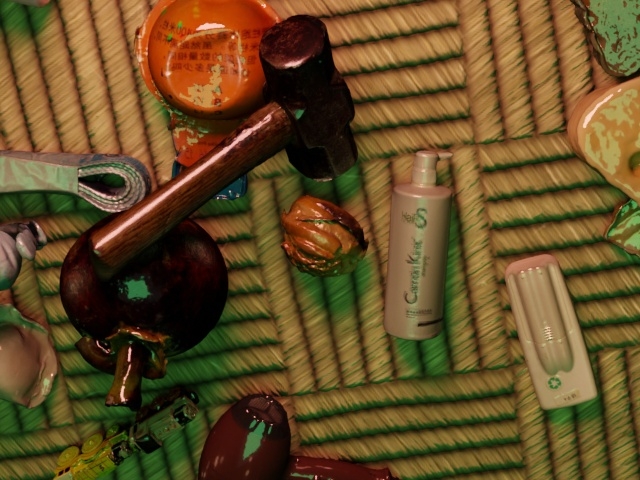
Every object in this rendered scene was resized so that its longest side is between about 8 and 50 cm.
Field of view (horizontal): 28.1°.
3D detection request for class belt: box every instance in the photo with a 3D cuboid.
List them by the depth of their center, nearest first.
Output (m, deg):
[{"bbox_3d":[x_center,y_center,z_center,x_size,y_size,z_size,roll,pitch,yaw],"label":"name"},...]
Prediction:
[{"bbox_3d":[-0.390,-0.086,1.802,0.302,0.072,0.087,5,105,3],"label":"belt"}]

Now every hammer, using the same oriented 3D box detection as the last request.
[{"bbox_3d":[-0.136,-0.096,1.644,0.409,0.095,0.242,-36,145,-12],"label":"hammer"}]

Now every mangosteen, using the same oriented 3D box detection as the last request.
[{"bbox_3d":[-0.239,0.097,1.741,0.231,0.289,0.231,-5,148,-3],"label":"mangosteen"}]

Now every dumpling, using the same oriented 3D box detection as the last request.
[{"bbox_3d":[-0.460,0.165,1.874,0.188,0.108,0.127,46,68,-25],"label":"dumpling"}]

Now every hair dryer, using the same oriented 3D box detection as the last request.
[{"bbox_3d":[-0.024,0.390,1.921,0.340,0.123,0.313,13,119,-11],"label":"hair dryer"}]

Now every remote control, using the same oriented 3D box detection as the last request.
[{"bbox_3d":[0.328,0.135,1.825,0.090,0.049,0.230,-16,106,12],"label":"remote control"}]

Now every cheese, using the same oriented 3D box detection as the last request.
[{"bbox_3d":[0.557,-0.096,1.679,0.384,0.104,0.384,0,98,1],"label":"cheese"},{"bbox_3d":[-0.145,-0.205,1.721,0.217,0.129,0.329,4,118,0],"label":"cheese"}]

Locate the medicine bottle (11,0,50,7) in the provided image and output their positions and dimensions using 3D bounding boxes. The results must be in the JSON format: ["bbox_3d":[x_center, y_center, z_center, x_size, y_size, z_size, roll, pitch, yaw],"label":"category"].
[{"bbox_3d":[-0.471,-0.403,1.671,0.254,0.152,0.152,14,107,0],"label":"medicine bottle"}]

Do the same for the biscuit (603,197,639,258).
[{"bbox_3d":[0.549,-0.007,1.772,0.273,0.036,0.187,35,106,-6],"label":"biscuit"}]

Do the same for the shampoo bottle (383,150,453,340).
[{"bbox_3d":[0.137,0.005,1.782,0.085,0.085,0.262,4,107,3],"label":"shampoo bottle"}]

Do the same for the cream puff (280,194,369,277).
[{"bbox_3d":[0.000,0.000,1.774,0.104,0.119,0.133,-57,132,-18],"label":"cream puff"}]

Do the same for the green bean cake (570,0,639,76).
[{"bbox_3d":[0.412,-0.324,1.655,0.173,0.094,0.181,-27,102,11],"label":"green bean cake"}]

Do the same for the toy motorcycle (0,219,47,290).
[{"bbox_3d":[-0.489,0.039,1.764,0.206,0.260,0.154,-33,106,-29],"label":"toy motorcycle"}]

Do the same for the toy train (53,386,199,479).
[{"bbox_3d":[-0.286,0.298,1.907,0.249,0.085,0.053,-30,119,12],"label":"toy train"}]
